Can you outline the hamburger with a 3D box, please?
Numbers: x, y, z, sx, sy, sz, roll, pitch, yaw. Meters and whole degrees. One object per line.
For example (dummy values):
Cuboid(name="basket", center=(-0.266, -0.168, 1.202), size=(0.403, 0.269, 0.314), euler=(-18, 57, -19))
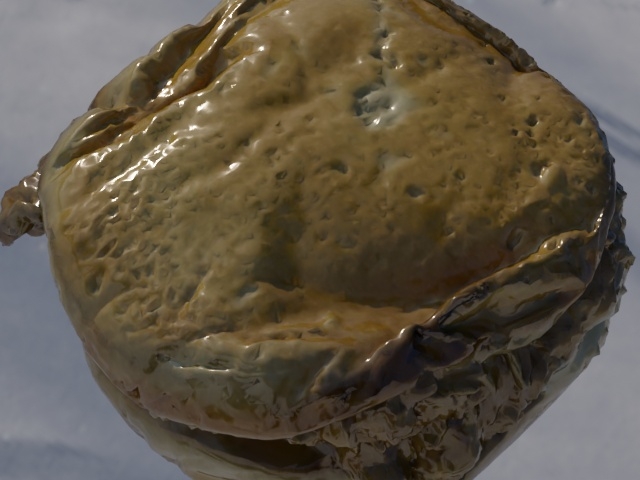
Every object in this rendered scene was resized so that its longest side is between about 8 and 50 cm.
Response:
Cuboid(name="hamburger", center=(0.000, 0.000, 0.511), size=(0.138, 0.083, 0.147), euler=(-39, 58, -22))
